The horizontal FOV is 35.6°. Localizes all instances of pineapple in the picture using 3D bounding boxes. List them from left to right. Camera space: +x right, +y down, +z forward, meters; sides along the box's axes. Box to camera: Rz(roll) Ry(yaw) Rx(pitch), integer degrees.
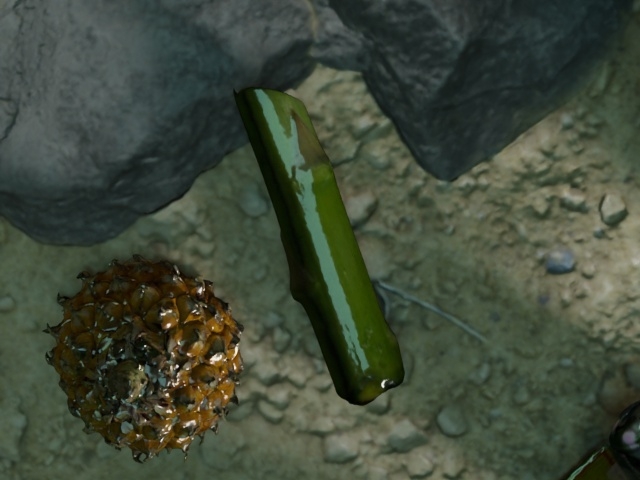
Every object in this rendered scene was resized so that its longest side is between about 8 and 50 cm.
[{"bbox_3d":[-0.146,0.104,0.796,0.161,0.137,0.176,-22,97,4],"label":"pineapple"}]

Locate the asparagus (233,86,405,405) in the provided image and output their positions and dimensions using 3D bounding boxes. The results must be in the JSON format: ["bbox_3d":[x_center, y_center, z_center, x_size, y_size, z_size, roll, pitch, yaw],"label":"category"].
[{"bbox_3d":[0.000,0.000,0.818,0.067,0.060,0.277,-14,99,23],"label":"asparagus"}]

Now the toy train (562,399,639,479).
[{"bbox_3d":[0.320,0.245,0.809,0.261,0.134,0.177,43,98,-5],"label":"toy train"}]
